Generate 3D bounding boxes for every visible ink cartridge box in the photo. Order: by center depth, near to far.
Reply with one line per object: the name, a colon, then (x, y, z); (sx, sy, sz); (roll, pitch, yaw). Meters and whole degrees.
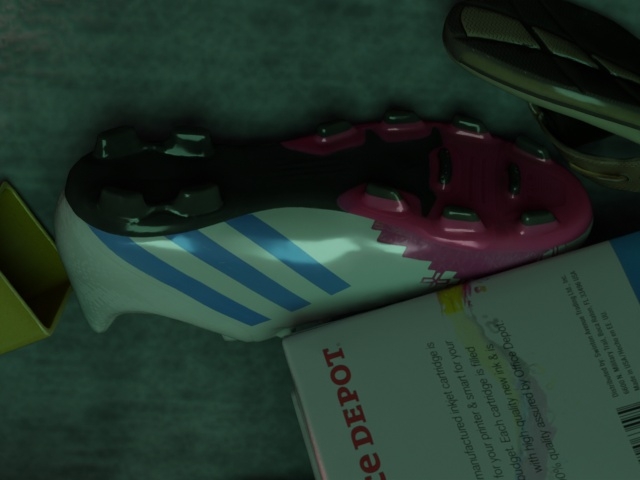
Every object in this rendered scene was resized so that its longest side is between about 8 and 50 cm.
ink cartridge box: (0.138, 0.147, 1.194); (0.270, 0.198, 0.197); (-16, 142, -3)

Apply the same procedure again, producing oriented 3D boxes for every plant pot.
plant pot: (-0.216, 0.028, 1.243); (0.083, 0.081, 0.081); (-28, 111, 19)

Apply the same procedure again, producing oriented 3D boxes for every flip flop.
flip flop: (0.196, -0.068, 1.220); (0.277, 0.112, 0.080); (22, 123, -17)

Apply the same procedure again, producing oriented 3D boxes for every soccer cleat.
soccer cleat: (0.000, 0.000, 1.238); (0.331, 0.116, 0.143); (1, 133, -6)
